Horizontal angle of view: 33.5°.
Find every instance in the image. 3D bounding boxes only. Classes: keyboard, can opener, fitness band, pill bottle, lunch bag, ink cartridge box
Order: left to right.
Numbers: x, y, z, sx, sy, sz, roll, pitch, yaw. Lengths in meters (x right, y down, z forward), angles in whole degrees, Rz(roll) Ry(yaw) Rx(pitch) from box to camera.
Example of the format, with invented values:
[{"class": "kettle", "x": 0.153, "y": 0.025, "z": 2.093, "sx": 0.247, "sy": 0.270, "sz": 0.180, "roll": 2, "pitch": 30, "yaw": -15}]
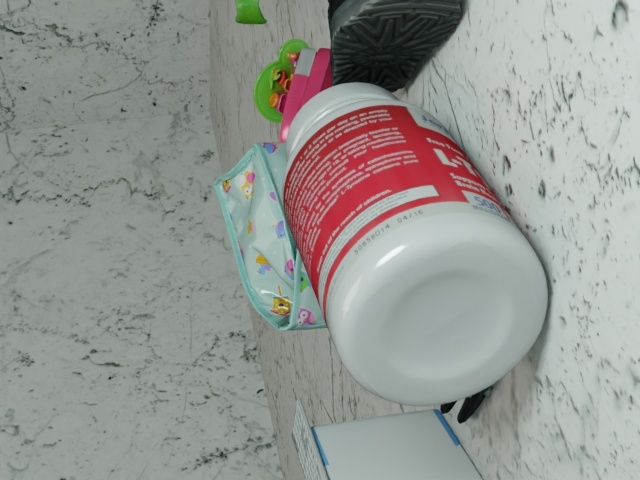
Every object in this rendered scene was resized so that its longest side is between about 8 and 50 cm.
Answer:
[{"class": "fitness band", "x": -0.022, "y": -0.207, "z": 1.852, "sx": 0.209, "sy": 0.054, "sz": 0.291, "roll": 91, "pitch": -169, "yaw": -51}, {"class": "keyboard", "x": -0.008, "y": 0.314, "z": 1.444, "sx": 0.256, "sy": 0.014, "sz": 0.072, "roll": -116, "pitch": 25, "yaw": -60}, {"class": "lunch bag", "x": 0.000, "y": 0.000, "z": 1.493, "sx": 0.160, "sy": 0.223, "sz": 0.262, "roll": -40, "pitch": 62, "yaw": 43}, {"class": "pill bottle", "x": 0.082, "y": -0.021, "z": 1.226, "sx": 0.407, "sy": 0.229, "sz": 0.229, "roll": -113, "pitch": 19, "yaw": -55}, {"class": "ink cartridge box", "x": 0.102, "y": 0.411, "z": 1.488, "sx": 0.198, "sy": 0.197, "sz": 0.270, "roll": -121, "pitch": 27, "yaw": -65}, {"class": "can opener", "x": 0.184, "y": 0.184, "z": 1.329, "sx": 0.059, "sy": 0.073, "sz": 0.186, "roll": 34, "pitch": 150, "yaw": 21}]

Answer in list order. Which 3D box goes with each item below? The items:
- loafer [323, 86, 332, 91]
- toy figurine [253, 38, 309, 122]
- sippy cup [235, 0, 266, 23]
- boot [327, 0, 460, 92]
[{"class": "loafer", "x": 0.023, "y": -0.128, "z": 1.782, "sx": 0.111, "sy": 0.112, "sz": 0.319, "roll": -121, "pitch": 24, "yaw": -45}, {"class": "toy figurine", "x": -0.034, "y": -0.295, "z": 2.065, "sx": 0.159, "sy": 0.130, "sz": 0.173, "roll": 36, "pitch": 109, "yaw": 57}, {"class": "sippy cup", "x": -0.127, "y": -0.580, "z": 2.032, "sx": 0.240, "sy": 0.305, "sz": 0.224, "roll": 37, "pitch": 174, "yaw": 6}, {"class": "boot", "x": 0.057, "y": -0.449, "z": 1.364, "sx": 0.367, "sy": 0.146, "sz": 0.445, "roll": 140, "pitch": 126, "yaw": -75}]
